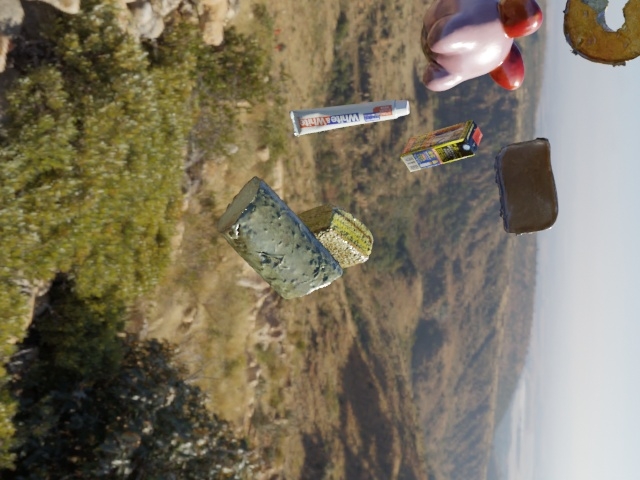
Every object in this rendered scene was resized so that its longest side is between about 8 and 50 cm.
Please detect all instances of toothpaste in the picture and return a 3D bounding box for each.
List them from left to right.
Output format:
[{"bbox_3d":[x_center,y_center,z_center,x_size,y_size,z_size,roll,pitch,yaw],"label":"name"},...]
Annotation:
[{"bbox_3d":[0.051,-0.226,1.114,0.033,0.218,0.052,-71,151,-53],"label":"toothpaste"}]

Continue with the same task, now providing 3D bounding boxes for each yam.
[{"bbox_3d":[-0.093,0.011,1.397,0.304,0.168,0.168,49,42,-24],"label":"yam"}]

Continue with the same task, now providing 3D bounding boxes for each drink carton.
[{"bbox_3d":[0.263,-0.204,1.341,0.056,0.165,0.071,50,51,-29],"label":"drink carton"}]

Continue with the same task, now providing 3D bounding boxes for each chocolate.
[{"bbox_3d":[0.577,-0.147,1.709,0.083,0.160,0.262,-5,91,-62],"label":"chocolate"}]

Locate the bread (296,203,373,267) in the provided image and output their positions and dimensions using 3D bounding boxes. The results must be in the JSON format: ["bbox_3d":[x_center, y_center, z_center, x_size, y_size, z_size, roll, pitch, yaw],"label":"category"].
[{"bbox_3d":[0.000,0.000,1.614,0.184,0.234,0.111,39,50,-37],"label":"bread"}]

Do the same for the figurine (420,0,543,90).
[{"bbox_3d":[0.370,-0.510,1.508,0.270,0.261,0.211,79,4,-61],"label":"figurine"}]

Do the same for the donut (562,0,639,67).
[{"bbox_3d":[0.549,-0.402,1.147,0.078,0.181,0.146,-27,117,-35],"label":"donut"}]
